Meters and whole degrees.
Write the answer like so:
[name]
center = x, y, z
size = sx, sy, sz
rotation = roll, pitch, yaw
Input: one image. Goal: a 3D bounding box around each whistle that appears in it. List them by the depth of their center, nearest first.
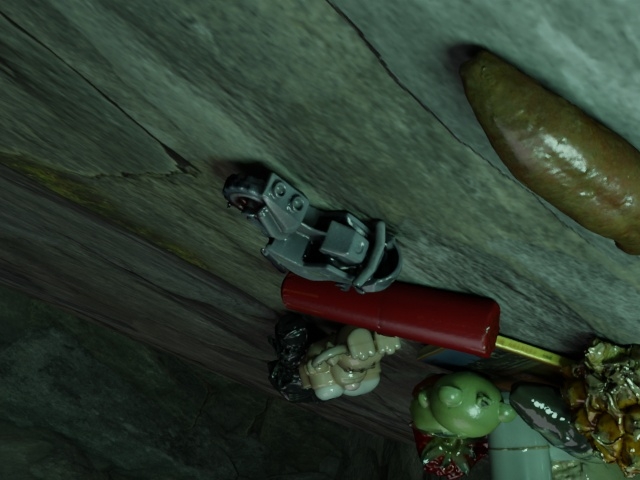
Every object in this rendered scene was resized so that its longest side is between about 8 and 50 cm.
[whistle]
center = 0.220, 0.278, 1.195
size = 0.131, 0.106, 0.288
rotation = 18, 162, -8

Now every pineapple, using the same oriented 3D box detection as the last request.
[pineapple]
center = 0.377, 0.202, 0.851
size = 0.250, 0.139, 0.164
rotation = -2, 146, 39

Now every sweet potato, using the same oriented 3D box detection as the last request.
[sweet potato]
center = 0.179, -0.036, 0.462
size = 0.255, 0.058, 0.078
rotation = 29, 176, -39

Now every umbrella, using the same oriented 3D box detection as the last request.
[umbrella]
center = -0.053, 0.230, 1.416
size = 0.154, 0.128, 0.336
rotation = -10, 147, 13

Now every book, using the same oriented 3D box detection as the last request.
[book]
center = 0.360, 0.219, 1.101
size = 0.374, 0.028, 0.262
rotation = 19, 163, -3

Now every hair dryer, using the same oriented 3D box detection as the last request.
[hair dryer]
center = 0.476, 0.356, 1.272
size = 0.358, 0.173, 0.107
rotation = 0, 167, -6

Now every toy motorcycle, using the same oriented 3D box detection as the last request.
[toy motorcycle]
center = 0.000, 0.000, 0.714
size = 0.123, 0.080, 0.215
rotation = 0, 151, 46

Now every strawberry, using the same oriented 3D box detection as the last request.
[strawberry]
center = 0.280, 0.387, 1.482
size = 0.184, 0.186, 0.201
rotation = -8, -173, 7

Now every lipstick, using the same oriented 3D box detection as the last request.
[lipstick]
center = 0.084, 0.085, 0.904
size = 0.280, 0.073, 0.073
rotation = 10, 161, 26

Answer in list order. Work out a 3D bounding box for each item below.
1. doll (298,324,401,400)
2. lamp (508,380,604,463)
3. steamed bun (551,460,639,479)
[doll]
center = 0.047, 0.201, 1.209
size = 0.154, 0.119, 0.278
rotation = -12, 163, -10
[lamp]
center = 0.378, 0.267, 1.040
size = 0.250, 0.101, 0.101
rotation = 27, 161, -13
[steamed bun]
center = 0.531, 0.507, 1.518
size = 0.290, 0.274, 0.272
rotation = -22, 94, 60
